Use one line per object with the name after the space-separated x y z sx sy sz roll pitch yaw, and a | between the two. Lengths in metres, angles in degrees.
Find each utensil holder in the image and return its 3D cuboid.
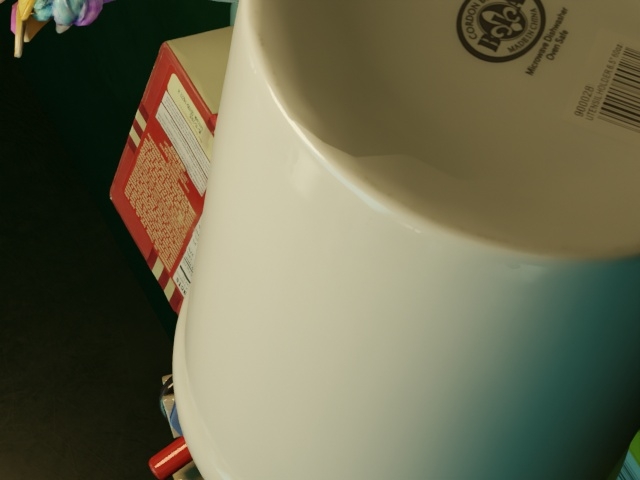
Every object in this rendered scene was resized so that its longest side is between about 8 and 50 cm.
0.081 -0.010 0.976 0.327 0.327 0.385 56 155 26 | utensil holder

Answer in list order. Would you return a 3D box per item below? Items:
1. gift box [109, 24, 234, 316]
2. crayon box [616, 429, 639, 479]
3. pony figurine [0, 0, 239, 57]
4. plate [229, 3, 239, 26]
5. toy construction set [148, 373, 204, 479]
0.007 -0.054 1.374 0.255 0.258 0.276 60 145 18 | gift box
0.326 0.257 1.147 0.318 0.081 0.202 60 164 14 | crayon box
-0.133 -0.327 1.299 0.303 0.351 0.363 118 142 -68 | pony figurine
-0.063 -0.184 1.810 0.188 0.024 0.188 56 164 25 | plate
-0.010 0.170 1.532 0.257 0.237 0.309 55 -173 15 | toy construction set
